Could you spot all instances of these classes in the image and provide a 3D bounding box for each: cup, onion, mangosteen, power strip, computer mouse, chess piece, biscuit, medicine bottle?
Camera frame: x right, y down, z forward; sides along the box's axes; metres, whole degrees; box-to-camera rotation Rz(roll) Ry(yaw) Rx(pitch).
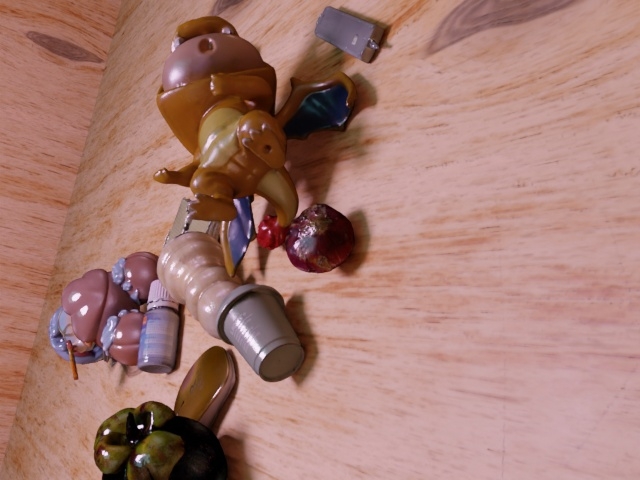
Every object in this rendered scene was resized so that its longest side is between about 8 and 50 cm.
[{"bbox_3d":[-0.090,0.145,1.072,0.141,0.120,0.120,46,116,47],"label":"cup"},{"bbox_3d":[0.000,0.000,1.012,0.107,0.097,0.107,-15,54,21],"label":"onion"},{"bbox_3d":[-0.269,0.382,1.135,0.243,0.243,0.243,-35,47,48],"label":"mangosteen"},{"bbox_3d":[0.050,-0.350,1.163,0.060,0.027,0.252,-63,31,16],"label":"power strip"},{"bbox_3d":[-0.232,0.309,1.287,0.245,0.056,0.126,-61,31,24],"label":"computer mouse"},{"bbox_3d":[-0.207,0.090,1.286,0.261,0.143,0.142,38,109,55],"label":"chess piece"},{"bbox_3d":[-0.291,-0.007,1.556,0.250,0.046,0.147,28,99,61],"label":"biscuit"},{"bbox_3d":[-0.355,0.189,1.531,0.083,0.083,0.203,-34,46,49],"label":"medicine bottle"}]

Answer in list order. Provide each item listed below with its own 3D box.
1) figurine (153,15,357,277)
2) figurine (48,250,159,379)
[{"bbox_3d":[-0.158,-0.173,1.195,0.401,0.268,0.387,-62,33,29],"label":"figurine"},{"bbox_3d":[-0.536,0.197,1.718,0.388,0.248,0.276,138,136,-57],"label":"figurine"}]
